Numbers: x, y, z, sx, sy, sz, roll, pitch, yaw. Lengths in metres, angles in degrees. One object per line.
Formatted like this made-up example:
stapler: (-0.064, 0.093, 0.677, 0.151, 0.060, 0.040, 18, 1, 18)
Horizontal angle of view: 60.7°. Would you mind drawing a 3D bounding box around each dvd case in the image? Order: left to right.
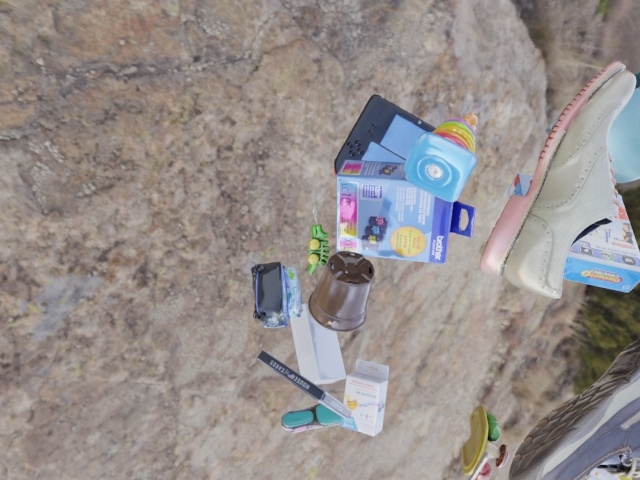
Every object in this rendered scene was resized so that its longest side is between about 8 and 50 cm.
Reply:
dvd case: (-0.032, 0.336, 1.257, 0.030, 0.179, 0.239, -56, 151, -14)

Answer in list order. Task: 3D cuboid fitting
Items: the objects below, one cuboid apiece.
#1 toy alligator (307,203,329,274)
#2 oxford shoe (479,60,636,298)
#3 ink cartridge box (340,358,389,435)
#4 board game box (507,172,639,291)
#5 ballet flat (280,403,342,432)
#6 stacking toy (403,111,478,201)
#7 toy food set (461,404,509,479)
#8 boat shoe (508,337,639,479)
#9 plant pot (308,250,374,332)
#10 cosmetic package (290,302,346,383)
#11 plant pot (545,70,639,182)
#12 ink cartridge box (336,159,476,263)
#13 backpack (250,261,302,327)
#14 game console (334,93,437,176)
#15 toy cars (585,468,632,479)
toy alligator: (0.000, 0.000, 1.424, 0.056, 0.051, 0.190, -46, 141, -75)
oxford shoe: (0.411, -0.092, 0.869, 0.397, 0.146, 0.140, -61, 154, 2)
ink cartridge box: (0.123, 0.430, 1.508, 0.061, 0.104, 0.181, 7, 90, -62)
board game box: (0.684, -0.029, 1.492, 0.086, 0.308, 0.302, 102, 1, -47)
ballet flat: (-0.014, 0.560, 1.714, 0.221, 0.077, 0.079, -11, 143, -1)
stacking toy: (0.360, -0.265, 1.471, 0.302, 0.165, 0.175, -52, 165, -38)
toy food set: (0.370, 0.465, 1.213, 0.218, 0.071, 0.128, -54, 164, -68)
boat shoe: (0.410, 0.245, 0.719, 0.355, 0.130, 0.132, -33, 165, -12)
plant pot: (0.062, 0.126, 1.443, 0.167, 0.167, 0.165, -30, 147, -38)
cosmetic package: (-0.011, 0.309, 1.631, 0.117, 0.085, 0.231, 11, 61, -44)
plant pot: (0.710, -0.251, 1.272, 0.290, 0.290, 0.195, -36, 95, -33)
ink cartridge box: (0.251, -0.087, 1.620, 0.151, 0.395, 0.270, -70, 161, -58)
backpack: (-0.074, 0.099, 0.941, 0.114, 0.084, 0.105, 99, -14, -68)
game console: (0.270, -0.276, 1.874, 0.342, 0.386, 0.060, -61, -177, -8)
toy cars: (0.741, 0.568, 1.450, 0.393, 0.176, 0.087, 24, 97, -51)
